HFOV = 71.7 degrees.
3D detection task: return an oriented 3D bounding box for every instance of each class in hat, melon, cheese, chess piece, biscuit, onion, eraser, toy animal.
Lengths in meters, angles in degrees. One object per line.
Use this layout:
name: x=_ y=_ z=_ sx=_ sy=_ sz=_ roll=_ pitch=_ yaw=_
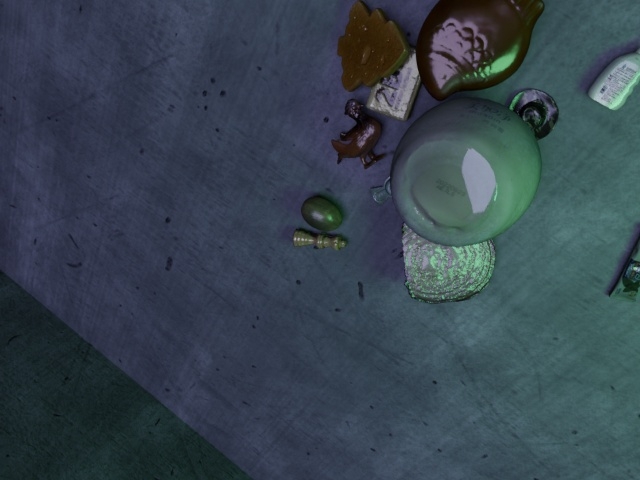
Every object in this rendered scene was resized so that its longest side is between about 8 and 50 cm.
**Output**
hat: x=0.488 y=-0.288 z=1.026 sx=0.121 sy=0.050 sz=0.121 roll=11 pitch=116 yaw=24
melon: x=0.003 y=-0.080 z=1.330 sx=0.130 sy=0.098 sz=0.098 roll=26 pitch=122 yaw=9
cheese: x=0.199 y=-0.145 z=1.248 sx=0.120 sy=0.026 sz=0.067 roll=-26 pitch=100 yaw=33
chess piece: x=0.000 y=0.000 z=1.398 sx=0.172 sy=0.060 sz=0.060 roll=6 pitch=116 yaw=21
biscuit: x=0.127 y=-0.464 z=1.072 sx=0.238 sy=0.041 sz=0.212 roll=29 pitch=119 yaw=44
onion: x=0.345 y=0.040 z=1.227 sx=0.247 sy=0.111 sz=0.250 roll=-6 pitch=102 yaw=4
eraser: x=0.194 y=-0.399 z=1.110 sx=0.117 sy=0.058 sz=0.172 roll=25 pitch=122 yaw=13
toy animal: x=0.088 y=-0.278 z=1.205 sx=0.188 sy=0.089 sz=0.179 roll=-22 pitch=106 yaw=45

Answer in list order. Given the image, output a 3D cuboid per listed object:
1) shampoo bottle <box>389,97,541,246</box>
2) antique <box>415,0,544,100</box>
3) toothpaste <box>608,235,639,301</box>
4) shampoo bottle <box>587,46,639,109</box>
shampoo bottle: x=0.319 y=-0.149 z=1.006 sx=0.322 sy=0.317 sz=0.322 roll=17 pitch=127 yaw=24
antique: x=0.334 y=-0.435 z=0.967 sx=0.223 sy=0.129 sz=0.278 roll=42 pitch=114 yaw=-4
toothpaste: x=0.765 y=0.050 z=1.063 sx=0.060 sy=0.038 sz=0.233 roll=15 pitch=122 yaw=21
shampoo bottle: x=0.638 y=-0.356 z=0.924 sx=0.077 sy=0.045 sz=0.152 roll=33 pitch=125 yaw=11
